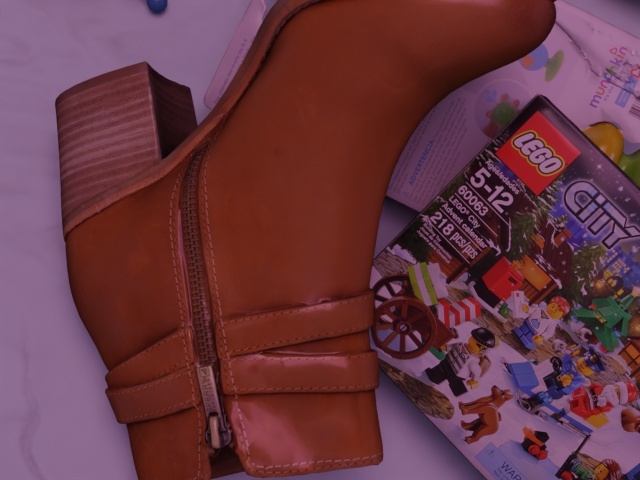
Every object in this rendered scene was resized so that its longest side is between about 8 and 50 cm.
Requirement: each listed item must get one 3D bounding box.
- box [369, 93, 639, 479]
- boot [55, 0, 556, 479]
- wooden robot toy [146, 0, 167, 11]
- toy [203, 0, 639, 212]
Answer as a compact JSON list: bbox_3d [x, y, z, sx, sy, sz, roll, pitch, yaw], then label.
[{"bbox_3d":[0.139,0.062,0.580,0.233,0.044,0.159,46,105,8],"label":"box"},{"bbox_3d":[0.000,0.000,0.545,0.283,0.109,0.220,-16,80,17],"label":"boot"},{"bbox_3d":[-0.141,-0.187,0.630,0.173,0.079,0.076,10,75,-5],"label":"wooden robot toy"},{"bbox_3d":[0.072,-0.084,0.634,0.237,0.056,0.137,27,95,5],"label":"toy"}]
